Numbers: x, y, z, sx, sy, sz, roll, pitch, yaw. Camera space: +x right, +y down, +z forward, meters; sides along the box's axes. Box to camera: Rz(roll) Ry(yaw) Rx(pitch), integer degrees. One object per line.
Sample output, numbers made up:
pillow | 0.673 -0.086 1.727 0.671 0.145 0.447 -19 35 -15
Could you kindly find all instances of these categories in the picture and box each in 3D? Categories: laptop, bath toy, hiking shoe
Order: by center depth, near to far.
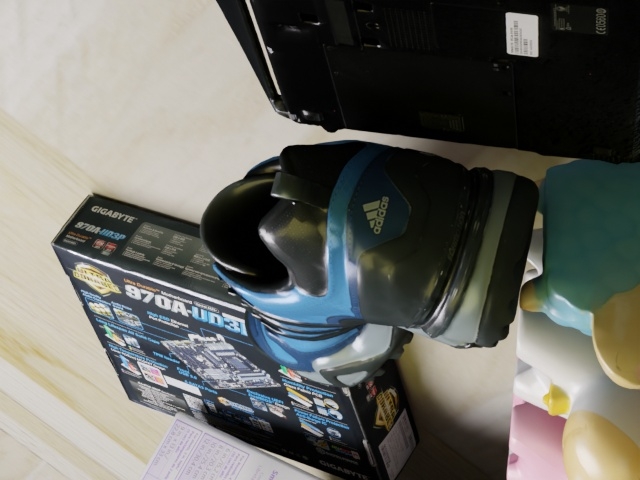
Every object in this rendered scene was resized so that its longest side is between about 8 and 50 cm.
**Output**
laptop | 0.016 -0.149 0.740 0.264 0.136 0.234 7 161 11
hiking shoe | 0.000 0.000 0.915 0.132 0.113 0.304 20 164 -14
bath toy | 0.162 0.103 0.941 0.129 0.151 0.348 5 149 6

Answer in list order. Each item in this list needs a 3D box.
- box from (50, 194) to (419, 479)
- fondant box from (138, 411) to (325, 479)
box | -0.055 0.069 1.176 0.220 0.051 0.175 16 145 30
fondant box | 0.054 0.246 1.174 0.330 0.096 0.238 18 163 43
